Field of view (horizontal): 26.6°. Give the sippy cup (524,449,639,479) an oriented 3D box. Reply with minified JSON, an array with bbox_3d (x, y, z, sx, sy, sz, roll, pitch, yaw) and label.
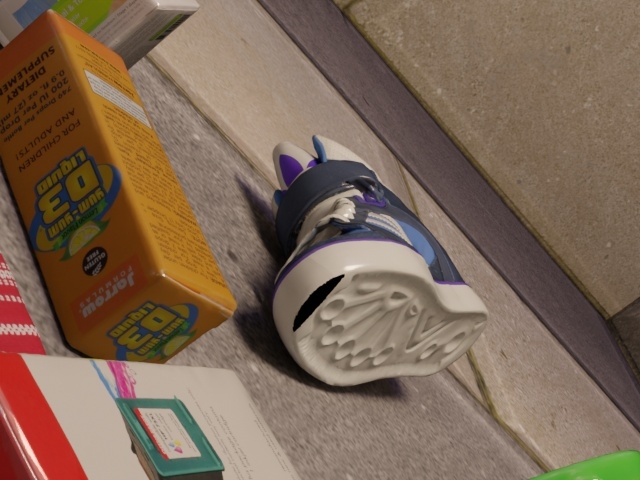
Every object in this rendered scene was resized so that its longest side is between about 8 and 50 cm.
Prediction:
[{"bbox_3d":[0.087,0.243,0.624,0.305,0.240,0.224,-11,71,-32],"label":"sippy cup"}]

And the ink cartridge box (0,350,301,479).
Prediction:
[{"bbox_3d":[-0.109,0.105,0.455,0.078,0.134,0.231,58,15,18],"label":"ink cartridge box"}]

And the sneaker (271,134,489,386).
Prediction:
[{"bbox_3d":[0.001,0.000,1.158,0.236,0.130,0.323,49,15,26],"label":"sneaker"}]

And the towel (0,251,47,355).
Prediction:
[{"bbox_3d":[-0.205,-0.028,0.557,0.275,0.031,0.199,62,13,12],"label":"towel"}]

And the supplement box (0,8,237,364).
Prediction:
[{"bbox_3d":[-0.137,-0.032,0.834,0.080,0.078,0.233,34,23,-54],"label":"supplement box"}]

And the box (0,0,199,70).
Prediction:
[{"bbox_3d":[-0.204,-0.216,0.992,0.203,0.114,0.103,53,15,0],"label":"box"}]
